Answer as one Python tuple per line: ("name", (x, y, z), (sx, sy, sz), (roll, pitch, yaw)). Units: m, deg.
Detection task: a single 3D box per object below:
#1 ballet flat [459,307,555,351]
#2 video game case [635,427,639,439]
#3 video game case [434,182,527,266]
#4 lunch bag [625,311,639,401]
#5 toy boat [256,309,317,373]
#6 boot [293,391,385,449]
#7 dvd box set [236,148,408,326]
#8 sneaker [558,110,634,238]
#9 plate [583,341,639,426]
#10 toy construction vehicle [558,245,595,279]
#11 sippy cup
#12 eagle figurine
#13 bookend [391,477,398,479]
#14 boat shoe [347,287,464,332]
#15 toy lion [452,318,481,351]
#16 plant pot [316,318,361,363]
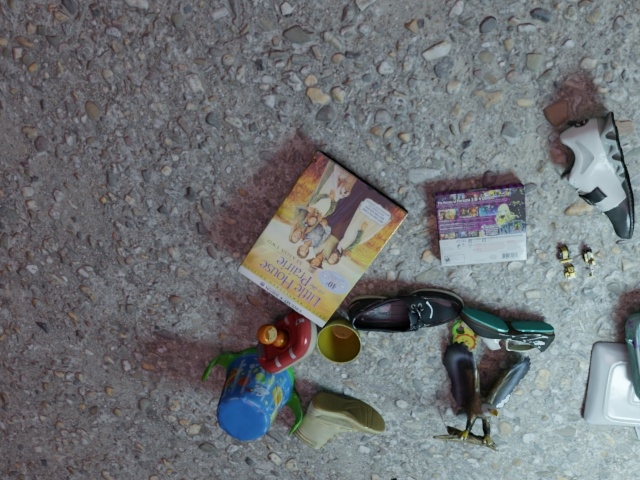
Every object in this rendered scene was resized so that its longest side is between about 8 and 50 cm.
("ballet flat", (0.521, 0.266, 1.473), (0.281, 0.095, 0.096), (12, 109, -1))
("video game case", (0.979, 0.535, 1.553), (0.087, 0.011, 0.122), (-20, 106, 17))
("video game case", (0.435, -0.039, 1.415), (0.232, 0.042, 0.210), (-6, 110, 12))
("lunch bag", (0.942, 0.314, 1.387), (0.224, 0.108, 0.278), (-7, 87, 16))
("toy boat", (-0.125, 0.292, 1.563), (0.231, 0.150, 0.151), (-36, 136, 26))
("boot", (0.058, 0.612, 1.709), (0.262, 0.095, 0.203), (20, 123, -14))
("dvd box set", (0.000, 0.000, 1.473), (0.308, 0.062, 0.420), (35, 105, -4))
("sneaker", (0.688, -0.146, 1.301), (0.146, 0.122, 0.330), (-14, 110, 34))
("plate", (0.923, 0.430, 1.497), (0.278, 0.045, 0.277), (2, 108, 12))
("toy construction vehicle", (0.695, 0.061, 1.410), (0.086, 0.035, 0.098), (-11, 108, 14))
("sippy cup", (-0.215, 0.495, 1.642), (0.306, 0.224, 0.239), (0, 111, 10))
("eagle figurine", (0.482, 0.459, 1.544), (0.226, 0.225, 0.298), (14, 83, -37))
("bookend", (0.271, 0.925, 1.754), (0.072, 0.157, 0.156), (-36, 102, 20))
("boat shoe", (0.243, 0.214, 1.509), (0.340, 0.113, 0.127), (1, 110, 10))
("toy lion", (0.429, 0.284, 1.549), (0.100, 0.034, 0.096), (43, 120, -7))
("plant pot", (0.062, 0.290, 1.581), (0.134, 0.095, 0.134), (3, 111, 9))
